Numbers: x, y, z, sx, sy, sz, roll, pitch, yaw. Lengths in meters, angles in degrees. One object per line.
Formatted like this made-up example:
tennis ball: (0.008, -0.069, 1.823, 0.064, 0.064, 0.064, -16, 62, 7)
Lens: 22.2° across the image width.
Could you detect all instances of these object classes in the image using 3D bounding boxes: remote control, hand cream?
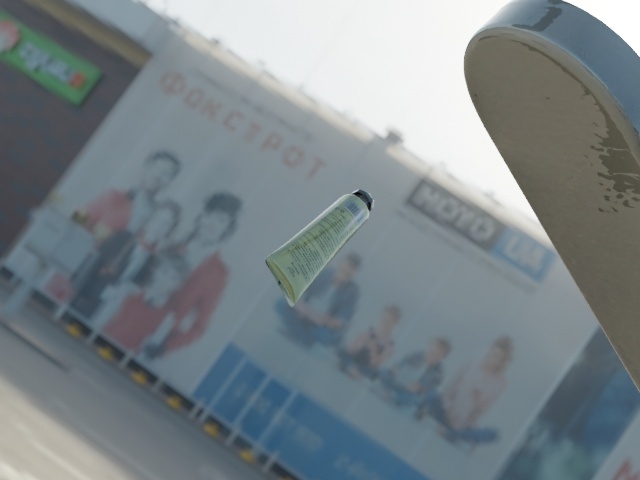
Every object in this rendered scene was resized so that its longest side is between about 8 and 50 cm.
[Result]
remote control: (0.119, 0.025, 0.536, 0.245, 0.022, 0.077, 56, -19, -23)
hand cream: (0.000, 0.000, 1.004, 0.022, 0.102, 0.035, -11, -65, 43)
